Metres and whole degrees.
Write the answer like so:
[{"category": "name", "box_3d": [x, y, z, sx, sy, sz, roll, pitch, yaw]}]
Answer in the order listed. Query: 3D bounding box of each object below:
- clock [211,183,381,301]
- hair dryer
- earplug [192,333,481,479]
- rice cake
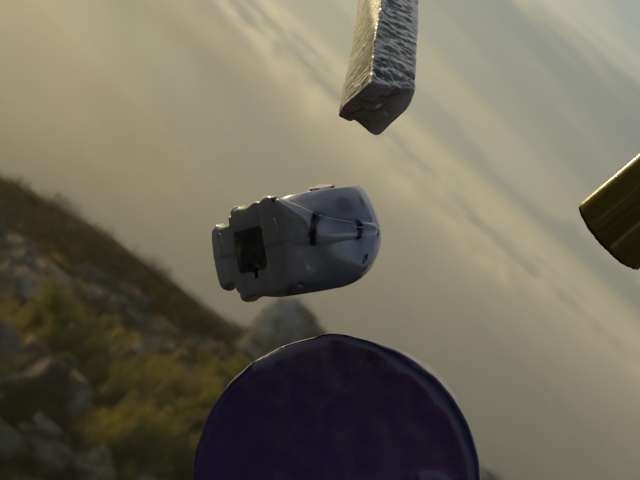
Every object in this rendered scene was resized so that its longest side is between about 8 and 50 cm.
[{"category": "clock", "box_3d": [0.000, -0.001, 1.219, 0.176, 0.117, 0.080, -14, -94, 64]}, {"category": "hair dryer", "box_3d": [0.396, -0.010, 1.557, 0.279, 0.135, 0.090, 29, 29, -35]}, {"category": "earplug", "box_3d": [0.036, 0.183, 1.363, 0.215, 0.215, 0.456, 42, 3, 6]}, {"category": "rice cake", "box_3d": [0.065, -0.207, 1.578, 0.056, 0.072, 0.365, 31, 27, -13]}]
